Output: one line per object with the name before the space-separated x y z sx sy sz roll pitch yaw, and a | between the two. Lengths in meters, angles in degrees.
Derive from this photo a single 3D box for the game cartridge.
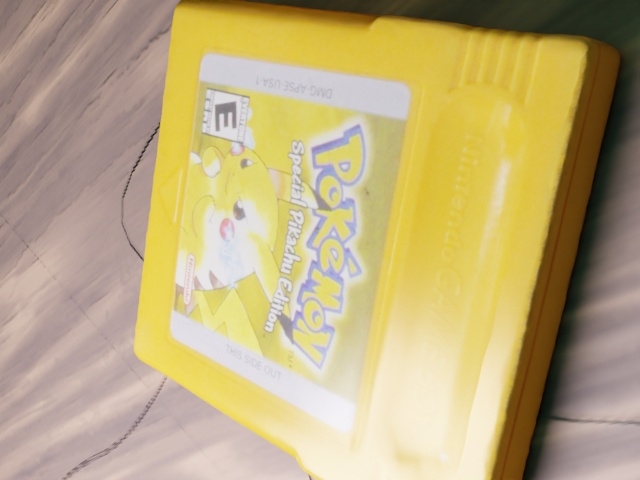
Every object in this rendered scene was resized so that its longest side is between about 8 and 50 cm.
game cartridge | 0.000 0.000 0.515 0.324 0.053 0.285 21 106 43
